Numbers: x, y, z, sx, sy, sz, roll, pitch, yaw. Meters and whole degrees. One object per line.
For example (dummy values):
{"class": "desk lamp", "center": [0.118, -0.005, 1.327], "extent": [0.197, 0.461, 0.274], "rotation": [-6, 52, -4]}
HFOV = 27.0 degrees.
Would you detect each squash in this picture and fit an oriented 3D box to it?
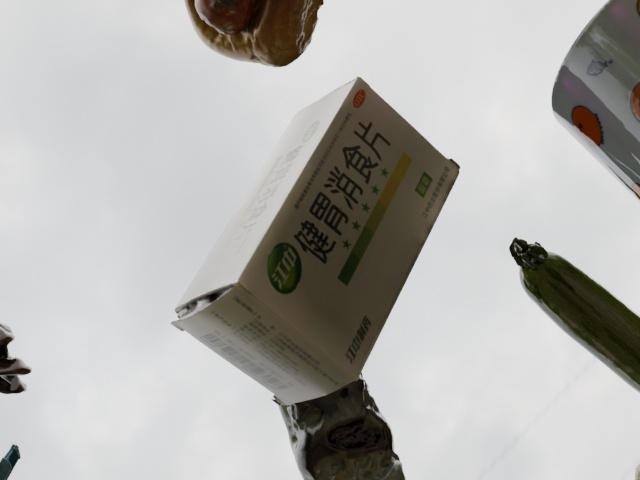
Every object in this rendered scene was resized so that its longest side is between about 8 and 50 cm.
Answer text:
{"class": "squash", "center": [0.328, 0.105, 1.511], "extent": [0.318, 0.071, 0.080], "rotation": [43, -138, -3]}

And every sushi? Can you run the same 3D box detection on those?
{"class": "sushi", "center": [0.028, 0.255, 1.577], "extent": [0.124, 0.332, 0.130], "rotation": [-15, -14, -8]}

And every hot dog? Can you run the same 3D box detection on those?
{"class": "hot dog", "center": [-0.050, -0.306, 1.290], "extent": [0.257, 0.150, 0.153], "rotation": [-68, -24, -5]}

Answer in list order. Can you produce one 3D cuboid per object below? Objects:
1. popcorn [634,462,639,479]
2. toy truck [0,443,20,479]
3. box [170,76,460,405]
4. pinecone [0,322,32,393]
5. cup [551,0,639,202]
{"class": "popcorn", "center": [0.532, 0.277, 1.747], "extent": [0.286, 0.174, 0.225], "rotation": [-40, -20, 20]}
{"class": "toy truck", "center": [-0.352, 0.240, 1.377], "extent": [0.056, 0.090, 0.073], "rotation": [-67, -35, -66]}
{"class": "box", "center": [-0.001, 0.002, 1.476], "extent": [0.173, 0.145, 0.333], "rotation": [40, -123, -16]}
{"class": "pinecone", "center": [-0.534, 0.172, 1.496], "extent": [0.397, 0.397, 0.398], "rotation": [-19, -60, -36]}
{"class": "cup", "center": [0.386, -0.080, 1.184], "extent": [0.212, 0.317, 0.212], "rotation": [-27, -32, -18]}
